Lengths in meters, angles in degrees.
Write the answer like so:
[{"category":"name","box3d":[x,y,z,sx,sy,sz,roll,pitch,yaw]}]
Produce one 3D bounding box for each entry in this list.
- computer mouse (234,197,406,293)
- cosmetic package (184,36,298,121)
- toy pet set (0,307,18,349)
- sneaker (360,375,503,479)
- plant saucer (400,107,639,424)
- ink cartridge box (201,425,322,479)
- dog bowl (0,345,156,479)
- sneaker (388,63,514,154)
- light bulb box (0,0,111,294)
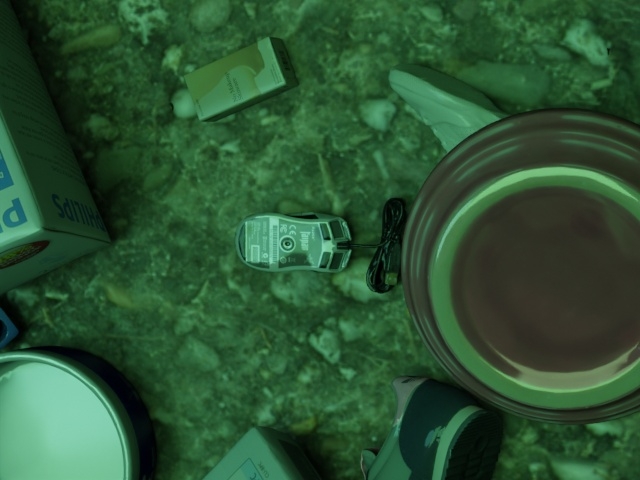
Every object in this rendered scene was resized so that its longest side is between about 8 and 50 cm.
[{"category":"computer mouse","box3d":[0.000,0.000,1.371,0.193,0.042,0.106,4,100,15]},{"category":"cosmetic package","box3d":[-0.090,-0.181,1.389,0.115,0.041,0.060,-22,87,21]},{"category":"toy pet set","box3d":[-0.427,0.093,1.541,0.114,0.065,0.122,14,98,54]},{"category":"sneaker","box3d":[0.089,0.296,1.341,0.131,0.112,0.319,33,108,40]},{"category":"plant saucer","box3d":[0.238,0.038,1.224,0.332,0.084,0.332,5,107,15]},{"category":"ink cartridge box","box3d":[-0.103,0.439,1.307,0.385,0.091,0.308,-46,51,9]},{"category":"dog bowl","box3d":[-0.333,0.258,1.457,0.265,0.104,0.265,0,90,10]},{"category":"sneaker","box3d":[0.152,-0.106,1.290,0.212,0.080,0.094,33,116,14]},{"category":"light bulb box","box3d":[-0.487,-0.092,1.400,0.358,0.225,0.361,-24,81,7]}]
